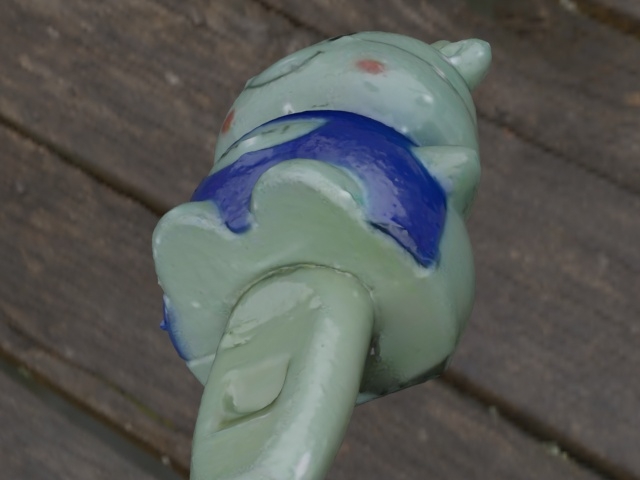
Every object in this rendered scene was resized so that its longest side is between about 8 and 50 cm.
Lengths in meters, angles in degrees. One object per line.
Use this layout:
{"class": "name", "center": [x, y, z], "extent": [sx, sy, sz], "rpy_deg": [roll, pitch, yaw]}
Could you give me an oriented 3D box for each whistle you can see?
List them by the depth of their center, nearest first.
{"class": "whistle", "center": [0.000, 0.000, 0.590], "extent": [0.110, 0.092, 0.244], "rpy_deg": [-20, 28, 27]}
